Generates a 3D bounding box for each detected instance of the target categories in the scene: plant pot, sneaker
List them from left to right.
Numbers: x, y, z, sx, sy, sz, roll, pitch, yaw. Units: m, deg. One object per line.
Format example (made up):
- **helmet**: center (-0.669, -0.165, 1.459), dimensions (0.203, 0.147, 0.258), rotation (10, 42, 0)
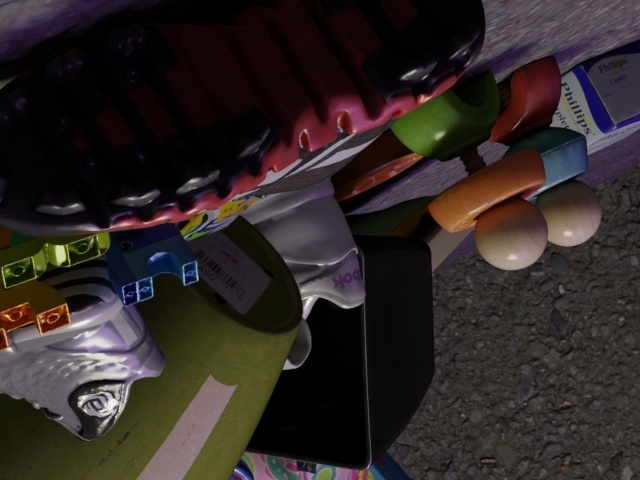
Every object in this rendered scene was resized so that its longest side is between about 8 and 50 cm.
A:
- **sneaker**: center (-0.201, 0.089, 1.170), dimensions (0.228, 0.132, 0.086), rotation (-13, -139, 25)
- **plant pot**: center (-0.154, 0.109, 1.319), dimensions (0.293, 0.275, 0.275), rotation (-45, 166, 25)
- **sneaker**: center (-0.099, 0.055, 1.450), dimensions (0.305, 0.152, 0.114), rotation (-28, 176, 31)
- **sneaker**: center (-0.051, -0.060, 0.905), dimensions (0.276, 0.098, 0.135), rotation (-25, 172, -27)
- **plant pot**: center (0.001, 0.073, 1.574), dimensions (0.188, 0.188, 0.167), rotation (4, -167, 32)

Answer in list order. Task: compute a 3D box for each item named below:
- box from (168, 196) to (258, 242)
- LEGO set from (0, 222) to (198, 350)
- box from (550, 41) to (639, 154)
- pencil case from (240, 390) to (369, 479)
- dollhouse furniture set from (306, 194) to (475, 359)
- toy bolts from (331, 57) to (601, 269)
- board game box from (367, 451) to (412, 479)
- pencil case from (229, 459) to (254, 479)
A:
- **box**: center (-0.061, -0.050, 1.137), dimensions (0.054, 0.059, 0.169), rotation (-22, 173, -29)
- **LEGO set**: center (-0.158, -0.006, 1.058), dimensions (0.227, 0.093, 0.087), rotation (-20, 141, -17)
- **box**: center (0.274, -0.132, 1.827), dimensions (0.126, 0.072, 0.137), rotation (-23, 173, -36)
- **pencil case**: center (-0.082, 0.186, 1.733), dimensions (0.284, 0.124, 0.124), rotation (5, -164, 38)
- **dollhouse furniture set**: center (0.000, 0.000, 1.832), dimensions (0.197, 0.151, 0.301), rotation (-4, -150, 44)
- **toy bolts**: center (0.137, -0.042, 1.589), dimensions (0.228, 0.158, 0.218), rotation (-20, 171, -47)
- **board game box**: center (-0.114, 0.247, 1.947), dimensions (0.302, 0.308, 0.086), rotation (-45, 167, 10)
- **pencil case**: center (-0.196, 0.199, 1.662), dimensions (0.306, 0.119, 0.133), rotation (24, -120, 42)
